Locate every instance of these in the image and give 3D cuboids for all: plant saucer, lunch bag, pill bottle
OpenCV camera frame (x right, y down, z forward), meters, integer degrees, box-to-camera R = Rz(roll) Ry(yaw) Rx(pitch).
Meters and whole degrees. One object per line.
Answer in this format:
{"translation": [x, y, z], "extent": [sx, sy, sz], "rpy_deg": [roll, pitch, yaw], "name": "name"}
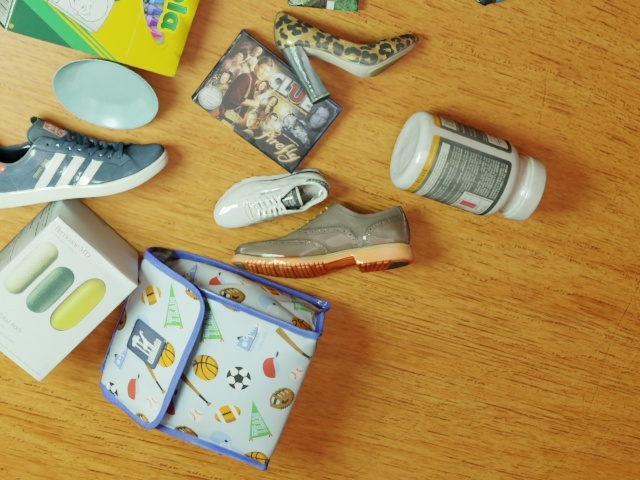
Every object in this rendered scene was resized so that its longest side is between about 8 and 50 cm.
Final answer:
{"translation": [-0.389, -0.277, 1.834], "extent": [0.194, 0.038, 0.195], "rpy_deg": [6, 149, 4], "name": "plant saucer"}
{"translation": [-0.220, 0.223, 1.983], "extent": [0.385, 0.239, 0.328], "rpy_deg": [23, 105, 0], "name": "lunch bag"}
{"translation": [0.290, -0.140, 1.975], "extent": [0.278, 0.162, 0.162], "rpy_deg": [18, 105, -15], "name": "pill bottle"}

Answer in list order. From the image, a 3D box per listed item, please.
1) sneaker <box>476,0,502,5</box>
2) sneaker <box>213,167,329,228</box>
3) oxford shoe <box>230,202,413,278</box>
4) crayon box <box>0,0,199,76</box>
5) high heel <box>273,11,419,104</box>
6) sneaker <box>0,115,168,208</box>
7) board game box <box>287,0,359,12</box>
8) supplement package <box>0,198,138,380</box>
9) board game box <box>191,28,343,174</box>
{"translation": [0.313, -0.521, 1.901], "extent": [0.084, 0.058, 0.152], "rpy_deg": [-22, 118, -11], "name": "sneaker"}
{"translation": [-0.097, -0.079, 1.966], "extent": [0.235, 0.095, 0.090], "rpy_deg": [-20, 113, -1], "name": "sneaker"}
{"translation": [0.000, 0.000, 2.017], "extent": [0.363, 0.130, 0.133], "rpy_deg": [-4, 77, -2], "name": "oxford shoe"}
{"translation": [-0.349, -0.499, 1.719], "extent": [0.313, 0.106, 0.363], "rpy_deg": [11, 108, -33], "name": "crayon box"}
{"translation": [0.047, -0.391, 1.899], "extent": [0.261, 0.093, 0.186], "rpy_deg": [-28, 87, -17], "name": "high heel"}
{"translation": [-0.462, -0.162, 1.850], "extent": [0.349, 0.131, 0.148], "rpy_deg": [-11, 115, -6], "name": "sneaker"}
{"translation": [0.018, -0.559, 1.852], "extent": [0.136, 0.030, 0.260], "rpy_deg": [2, 109, -13], "name": "board game box"}
{"translation": [-0.505, 0.078, 1.891], "extent": [0.262, 0.198, 0.199], "rpy_deg": [-43, 110, 6], "name": "supplement package"}
{"translation": [-0.102, -0.264, 1.926], "extent": [0.243, 0.042, 0.165], "rpy_deg": [35, 100, -19], "name": "board game box"}
